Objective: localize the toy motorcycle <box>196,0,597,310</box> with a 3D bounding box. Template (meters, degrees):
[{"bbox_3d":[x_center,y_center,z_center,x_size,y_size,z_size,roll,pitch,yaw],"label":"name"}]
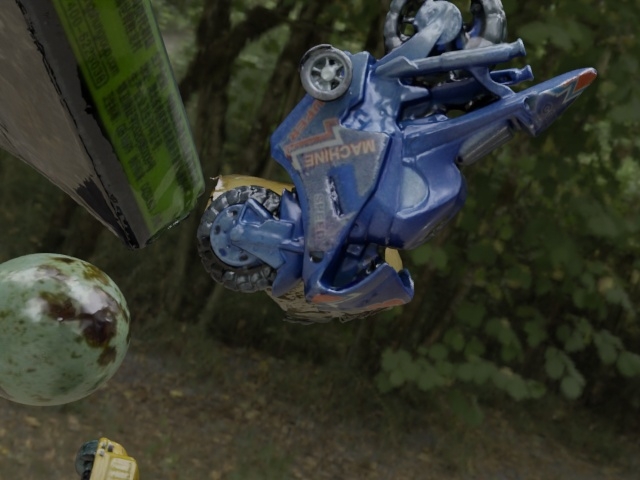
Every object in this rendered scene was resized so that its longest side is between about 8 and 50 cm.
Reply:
[{"bbox_3d":[0.031,-0.037,0.492,0.114,0.205,0.076,45,8,15],"label":"toy motorcycle"}]

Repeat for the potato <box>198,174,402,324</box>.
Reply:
[{"bbox_3d":[0.000,0.000,0.872,0.138,0.098,0.243,-1,-18,16],"label":"potato"}]

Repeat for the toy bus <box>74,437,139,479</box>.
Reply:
[{"bbox_3d":[-0.237,0.370,1.059,0.123,0.335,0.121,14,32,-8],"label":"toy bus"}]

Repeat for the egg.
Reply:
[{"bbox_3d":[-0.318,0.098,1.101,0.231,0.169,0.169,-1,-1,33],"label":"egg"}]

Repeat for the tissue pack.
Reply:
[{"bbox_3d":[-0.252,-0.196,0.817,0.288,0.124,0.394,36,-23,25],"label":"tissue pack"}]
